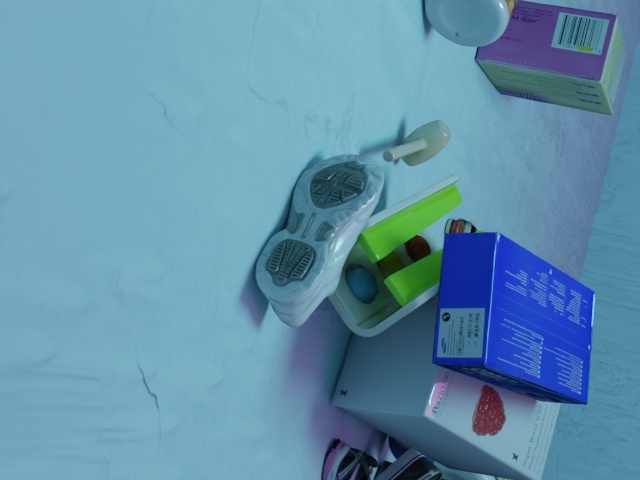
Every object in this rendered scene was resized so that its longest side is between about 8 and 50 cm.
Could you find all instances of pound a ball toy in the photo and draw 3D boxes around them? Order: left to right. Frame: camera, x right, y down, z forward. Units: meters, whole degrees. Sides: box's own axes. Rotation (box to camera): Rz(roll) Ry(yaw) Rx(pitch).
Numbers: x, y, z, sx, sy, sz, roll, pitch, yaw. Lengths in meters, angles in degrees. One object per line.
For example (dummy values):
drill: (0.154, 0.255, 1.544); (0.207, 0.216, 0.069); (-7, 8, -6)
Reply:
pound a ball toy: (0.103, -0.019, 1.546); (0.136, 0.208, 0.319); (-36, 176, 34)

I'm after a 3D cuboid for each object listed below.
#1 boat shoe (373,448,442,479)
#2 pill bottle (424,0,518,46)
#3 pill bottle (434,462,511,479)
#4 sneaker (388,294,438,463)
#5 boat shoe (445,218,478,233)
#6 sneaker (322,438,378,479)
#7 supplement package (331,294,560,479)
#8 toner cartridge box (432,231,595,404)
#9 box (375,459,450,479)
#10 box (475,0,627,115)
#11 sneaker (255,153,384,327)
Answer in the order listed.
boat shoe: (0.099, 0.409, 1.789); (0.219, 0.070, 0.077); (-41, 147, -26)
pill bottle: (0.237, -0.388, 1.663); (0.121, 0.121, 0.221); (78, 32, -50)
pill bottle: (0.277, 0.432, 2.187); (0.334, 0.188, 0.188); (-19, 120, -67)
sneaker: (0.187, 0.201, 1.890); (0.182, 0.127, 0.315); (62, 46, -64)
boat shoe: (0.255, -0.014, 2.060); (0.137, 0.043, 0.049); (14, 87, -71)
sneaker: (0.040, 0.379, 1.678); (0.072, 0.077, 0.178); (-37, 137, -59)
supplement package: (0.189, 0.211, 1.670); (0.293, 0.175, 0.177); (34, 67, -39)
toner cartridge box: (0.260, 0.109, 1.521); (0.348, 0.075, 0.165); (26, 69, -54)
box: (0.251, 0.514, 1.885); (0.143, 0.381, 0.191); (76, 34, -56)
box: (0.405, -0.317, 2.023); (0.243, 0.214, 0.117); (23, 81, -70)
sneaker: (0.000, 0.000, 1.346); (0.232, 0.090, 0.115); (-54, 158, -29)
